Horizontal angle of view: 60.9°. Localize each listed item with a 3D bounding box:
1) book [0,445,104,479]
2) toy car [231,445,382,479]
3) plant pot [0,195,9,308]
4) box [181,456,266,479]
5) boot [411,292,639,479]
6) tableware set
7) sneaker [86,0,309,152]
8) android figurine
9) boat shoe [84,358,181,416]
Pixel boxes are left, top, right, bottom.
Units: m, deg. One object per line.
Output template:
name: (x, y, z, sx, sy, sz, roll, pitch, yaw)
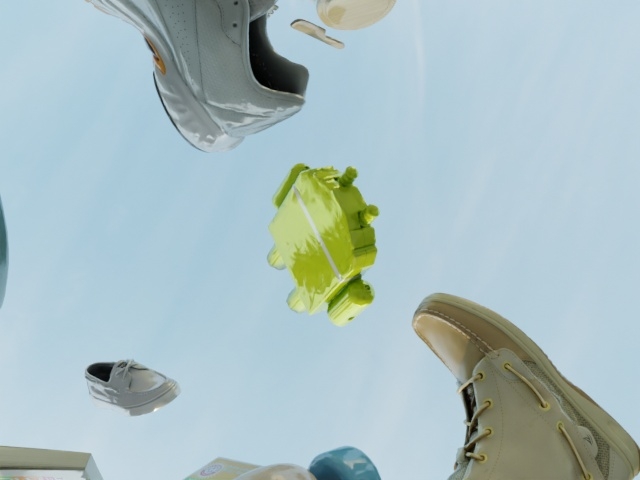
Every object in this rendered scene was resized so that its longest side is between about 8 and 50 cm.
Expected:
book: (-0.357, 0.307, 0.704, 0.144, 0.096, 0.035, 1, -142, 2)
toy car: (-0.031, 0.320, 0.413, 0.238, 0.219, 0.210, 55, -50, 33)
plant pot: (-0.302, 0.028, 0.138, 0.340, 0.334, 0.341, 1, -73, 5)
box: (-0.115, 0.410, 0.722, 0.114, 0.103, 0.203, -8, -83, 40)
boot: (0.150, 0.190, 0.529, 0.203, 0.095, 0.262, -36, -111, -28)
tableware set: (-0.004, -0.265, 0.536, 0.128, 0.194, 0.039, -25, -112, 41)
sneaker: (-0.094, -0.189, 0.387, 0.121, 0.262, 0.099, -10, -138, 31)
android figurine: (0.000, 0.000, 0.815, 0.056, 0.273, 0.248, -13, -115, -34)
boat shoe: (-0.264, 0.193, 0.748, 0.184, 0.066, 0.063, -6, -69, 44)
